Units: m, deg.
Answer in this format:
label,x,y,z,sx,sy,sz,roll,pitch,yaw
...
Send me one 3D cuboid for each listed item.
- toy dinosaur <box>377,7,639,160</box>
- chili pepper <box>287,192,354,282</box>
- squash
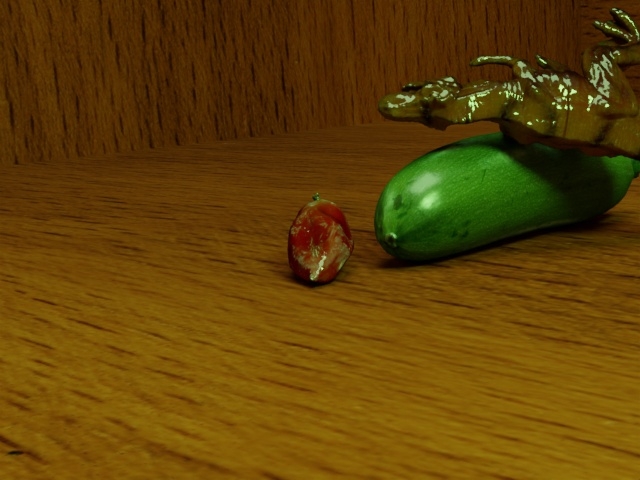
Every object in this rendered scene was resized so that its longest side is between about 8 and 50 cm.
label,x,y,z,sx,sy,sz,roll,pitch,yaw
toy dinosaur,0.274,-0.127,1.059,0.432,0.097,0.208,10,40,3
chili pepper,0.001,0.001,1.012,0.059,0.050,0.191,0,22,2
squash,0.192,-0.055,1.110,0.395,0.107,0.107,-12,13,-41
